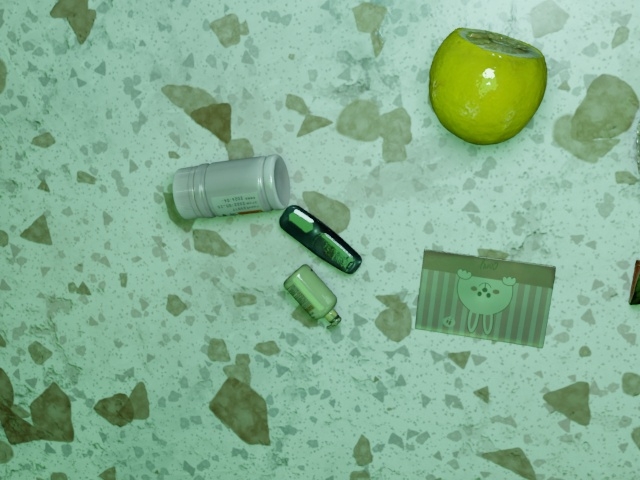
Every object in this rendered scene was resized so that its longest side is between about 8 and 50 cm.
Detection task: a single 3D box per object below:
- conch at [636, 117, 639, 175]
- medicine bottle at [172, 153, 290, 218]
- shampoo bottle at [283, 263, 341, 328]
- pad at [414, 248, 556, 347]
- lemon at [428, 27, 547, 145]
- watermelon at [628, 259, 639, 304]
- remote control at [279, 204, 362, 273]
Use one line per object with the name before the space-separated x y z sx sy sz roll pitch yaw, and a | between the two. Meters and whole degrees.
conch | 0.790 -0.163 1.594 0.297 0.352 0.210 -39 136 10
medicine bottle | -0.206 -0.123 1.884 0.249 0.133 0.133 -5 102 14
shampoo bottle | -0.011 0.137 1.926 0.079 0.079 0.162 -42 91 20
pad | 0.375 0.134 1.866 0.299 0.005 0.202 8 105 12
lemon | 0.333 -0.303 1.651 0.240 0.240 0.219 18 120 9
watermelon | 0.699 0.077 1.730 0.125 0.135 0.094 -28 59 22
remote control | 0.000 0.000 1.909 0.222 0.042 0.072 37 107 3
